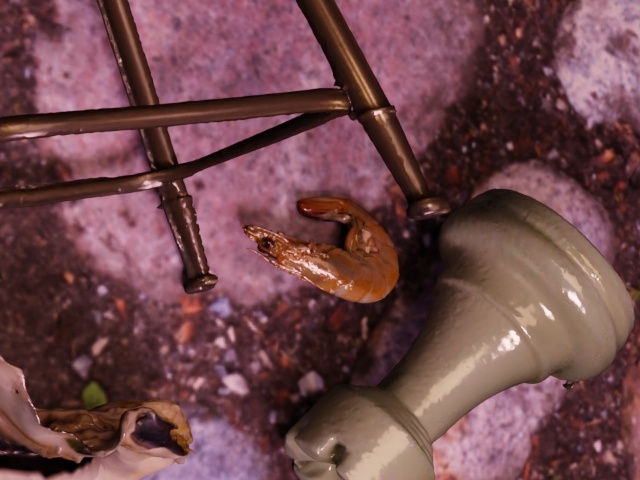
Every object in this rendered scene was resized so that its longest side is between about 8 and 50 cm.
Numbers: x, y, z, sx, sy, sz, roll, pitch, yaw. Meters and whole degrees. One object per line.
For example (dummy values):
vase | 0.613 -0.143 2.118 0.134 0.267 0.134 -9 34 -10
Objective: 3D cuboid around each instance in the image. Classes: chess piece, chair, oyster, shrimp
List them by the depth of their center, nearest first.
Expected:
chair | -0.191 -0.163 1.338 0.362 0.365 0.410 -9 84 -33
oyster | -0.222 0.152 1.362 0.351 0.238 0.114 4 55 -50
chess piece | 0.109 0.114 1.599 0.299 0.194 0.194 -43 107 -20
shrimp | 0.004 -0.002 1.615 0.162 0.045 0.095 22 72 -27
